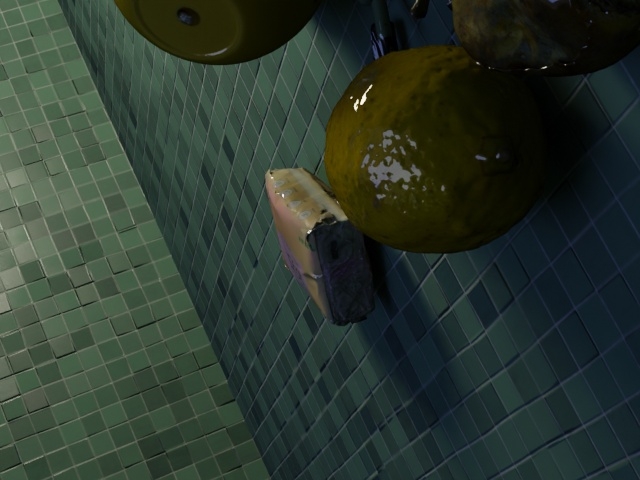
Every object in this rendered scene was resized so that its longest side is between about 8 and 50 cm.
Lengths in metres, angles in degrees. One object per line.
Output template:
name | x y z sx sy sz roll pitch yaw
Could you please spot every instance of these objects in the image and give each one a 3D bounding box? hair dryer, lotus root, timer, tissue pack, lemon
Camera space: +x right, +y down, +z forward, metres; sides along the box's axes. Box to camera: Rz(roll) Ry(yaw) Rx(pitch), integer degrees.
hair dryer | 0.078 -0.308 1.442 0.071 0.047 0.150 118 149 -63
lotus root | 0.228 -0.238 1.019 0.275 0.152 0.160 -153 48 -71
timer | -0.139 -0.454 1.573 0.376 0.376 0.386 101 -173 -55
tissue pack | 0.000 0.000 1.894 0.256 0.123 0.215 -129 24 -58
lemon | 0.136 -0.106 1.252 0.310 0.254 0.253 3 112 66

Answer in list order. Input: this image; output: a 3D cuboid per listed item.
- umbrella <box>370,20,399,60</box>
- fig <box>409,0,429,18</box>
umbrella | 0.111 -0.185 1.519 0.053 0.052 0.250 -2 112 22
fig | 0.104 -0.403 1.206 0.249 0.186 0.203 31 -141 -46
